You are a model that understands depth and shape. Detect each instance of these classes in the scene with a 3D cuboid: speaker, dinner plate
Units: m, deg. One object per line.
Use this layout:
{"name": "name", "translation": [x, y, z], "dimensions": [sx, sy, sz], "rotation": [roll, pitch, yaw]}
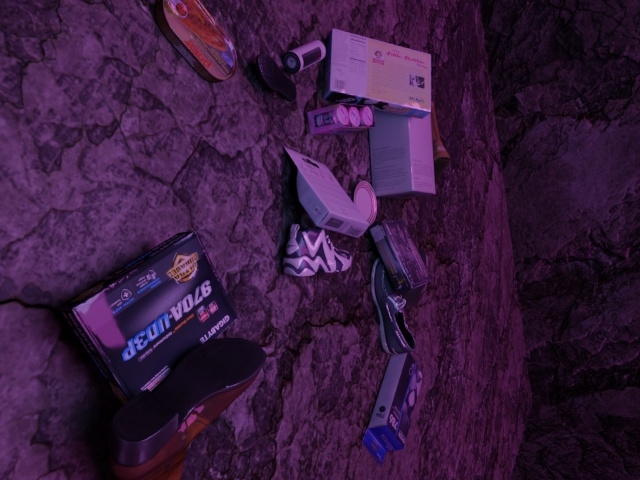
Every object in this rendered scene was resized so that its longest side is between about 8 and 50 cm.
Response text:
{"name": "speaker", "translation": [-0.040, -0.472, 1.129], "dimensions": [0.136, 0.055, 0.055], "rotation": [-48, 124, -45]}
{"name": "dinner plate", "translation": [0.136, -0.113, 1.369], "dimensions": [0.141, 0.017, 0.142], "rotation": [8, 81, -53]}

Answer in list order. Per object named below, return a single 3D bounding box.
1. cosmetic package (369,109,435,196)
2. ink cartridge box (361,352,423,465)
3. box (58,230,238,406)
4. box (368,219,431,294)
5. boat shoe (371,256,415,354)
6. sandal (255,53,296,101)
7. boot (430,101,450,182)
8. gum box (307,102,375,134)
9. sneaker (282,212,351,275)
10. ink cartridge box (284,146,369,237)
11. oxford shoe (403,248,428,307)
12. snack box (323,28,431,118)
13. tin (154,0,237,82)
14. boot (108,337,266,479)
{"name": "cosmetic package", "translation": [0.270, -0.330, 1.458], "dimensions": [0.196, 0.155, 0.367], "rotation": [-1, 87, -53]}
{"name": "ink cartridge box", "translation": [0.241, 0.532, 1.414], "dimensions": [0.165, 0.065, 0.333], "rotation": [57, 46, -34]}
{"name": "box", "translation": [-0.245, 0.111, 0.671], "dimensions": [0.220, 0.051, 0.175], "rotation": [-42, 119, -46]}
{"name": "box", "translation": [0.258, 0.046, 1.415], "dimensions": [0.183, 0.056, 0.231], "rotation": [-7, 72, -59]}
{"name": "boat shoe", "translation": [0.239, 0.208, 1.409], "dimensions": [0.116, 0.098, 0.320], "rotation": [-15, 98, -50]}
{"name": "sandal", "translation": [-0.111, -0.377, 1.044], "dimensions": [0.179, 0.040, 0.067], "rotation": [17, 78, -67]}
{"name": "boot", "translation": [0.378, -0.339, 1.635], "dimensions": [0.089, 0.236, 0.270], "rotation": [8, 55, -24]}
{"name": "gum box", "translation": [0.057, -0.329, 1.204], "dimensions": [0.188, 0.107, 0.062], "rotation": [-19, 102, -53]}
{"name": "sneaker", "translation": [0.000, 0.000, 1.103], "dimensions": [0.234, 0.094, 0.153], "rotation": [-4, 99, -44]}
{"name": "ink cartridge box", "translation": [0.004, -0.118, 1.106], "dimensions": [0.189, 0.066, 0.232], "rotation": [12, 34, -54]}
{"name": "oxford shoe", "translation": [0.342, 0.138, 1.591], "dimensions": [0.076, 0.075, 0.213], "rotation": [111, -6, -81]}
{"name": "snack box", "translation": [0.170, -0.476, 1.273], "dimensions": [0.321, 0.060, 0.187], "rotation": [6, 80, -19]}
{"name": "tin", "translation": [-0.240, -0.397, 0.863], "dimensions": [0.190, 0.040, 0.106], "rotation": [47, 47, -41]}
{"name": "boot", "translation": [-0.206, 0.309, 0.690], "dimensions": [0.264, 0.096, 0.281], "rotation": [-38, 151, -52]}
